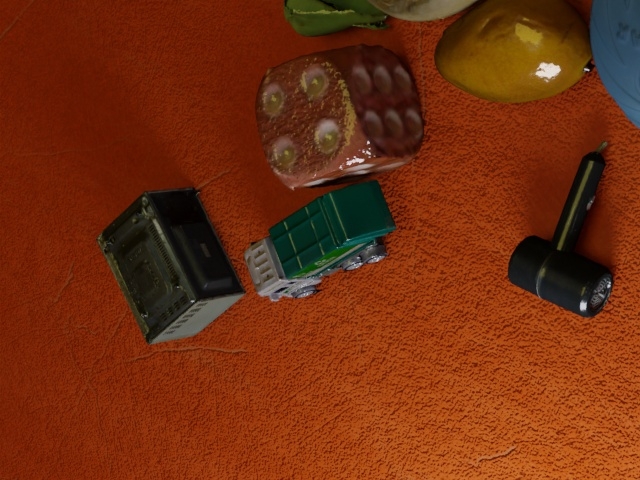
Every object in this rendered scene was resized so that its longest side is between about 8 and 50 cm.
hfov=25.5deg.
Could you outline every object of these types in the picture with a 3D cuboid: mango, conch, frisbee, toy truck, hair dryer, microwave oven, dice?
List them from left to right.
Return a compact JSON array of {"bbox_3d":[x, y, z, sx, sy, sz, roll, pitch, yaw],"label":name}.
[{"bbox_3d":[-0.243,0.039,2.243,0.163,0.129,0.205,-41,69,36],"label":"microwave oven"},{"bbox_3d":[0.000,0.000,2.042,0.253,0.124,0.114,-31,73,36],"label":"toy truck"},{"bbox_3d":[0.023,-0.345,2.019,0.170,0.079,0.105,3,103,25],"label":"conch"},{"bbox_3d":[0.028,-0.173,1.961,0.179,0.175,0.173,-19,81,41],"label":"dice"},{"bbox_3d":[0.243,-0.250,1.817,0.227,0.109,0.147,0,119,40],"label":"mango"},{"bbox_3d":[0.331,-0.021,1.802,0.124,0.071,0.219,24,101,34],"label":"hair dryer"},{"bbox_3d":[0.435,-0.222,1.631,0.290,0.049,0.289,22,129,29],"label":"frisbee"}]

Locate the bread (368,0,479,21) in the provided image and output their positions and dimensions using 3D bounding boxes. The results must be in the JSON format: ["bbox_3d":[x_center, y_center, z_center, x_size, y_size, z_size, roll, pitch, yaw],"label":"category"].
[{"bbox_3d":[0.138,-0.384,1.848,0.314,0.171,0.192,27,113,36],"label":"bread"}]
